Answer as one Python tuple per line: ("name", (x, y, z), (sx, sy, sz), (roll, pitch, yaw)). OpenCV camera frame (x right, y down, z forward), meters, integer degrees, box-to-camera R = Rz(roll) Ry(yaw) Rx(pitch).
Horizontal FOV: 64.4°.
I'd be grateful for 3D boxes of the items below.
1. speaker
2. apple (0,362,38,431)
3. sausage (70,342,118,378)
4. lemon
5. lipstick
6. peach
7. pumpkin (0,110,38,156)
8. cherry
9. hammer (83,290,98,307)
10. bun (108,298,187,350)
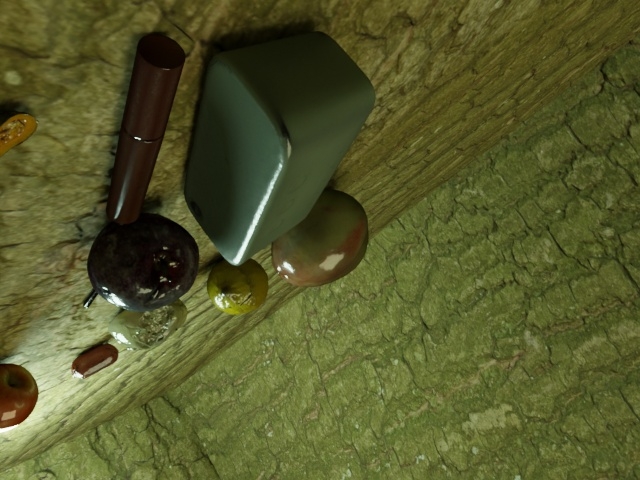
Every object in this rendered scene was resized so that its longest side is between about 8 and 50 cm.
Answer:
("speaker", (-0.082, -0.134, 0.818), (0.184, 0.183, 0.406), (-32, 169, -31))
("apple", (-0.742, 0.365, 1.170), (0.139, 0.163, 0.163), (-46, 166, 9))
("sausage", (-0.677, 0.360, 1.519), (0.141, 0.076, 0.076), (-31, 168, -17))
("lemon", (-0.237, 0.130, 1.476), (0.181, 0.180, 0.193), (-38, 146, 22))
("lipstick", (-0.250, -0.127, 0.699), (0.057, 0.057, 0.356), (-24, 166, -37))
("peach", (0.000, -0.001, 1.372), (0.292, 0.247, 0.292), (-52, 180, 0))
("pumpkin", (-0.351, -0.117, 0.551), (0.083, 0.028, 0.050), (-37, 169, -24))
("cherry", (-0.323, 0.041, 0.913), (0.195, 0.195, 0.195), (-31, 168, -7))
("hammer", (-0.492, 0.108, 1.115), (0.065, 0.021, 0.178), (-18, 164, -50))
("bun", (-0.478, 0.239, 1.434), (0.210, 0.116, 0.237), (-32, 169, -4))
